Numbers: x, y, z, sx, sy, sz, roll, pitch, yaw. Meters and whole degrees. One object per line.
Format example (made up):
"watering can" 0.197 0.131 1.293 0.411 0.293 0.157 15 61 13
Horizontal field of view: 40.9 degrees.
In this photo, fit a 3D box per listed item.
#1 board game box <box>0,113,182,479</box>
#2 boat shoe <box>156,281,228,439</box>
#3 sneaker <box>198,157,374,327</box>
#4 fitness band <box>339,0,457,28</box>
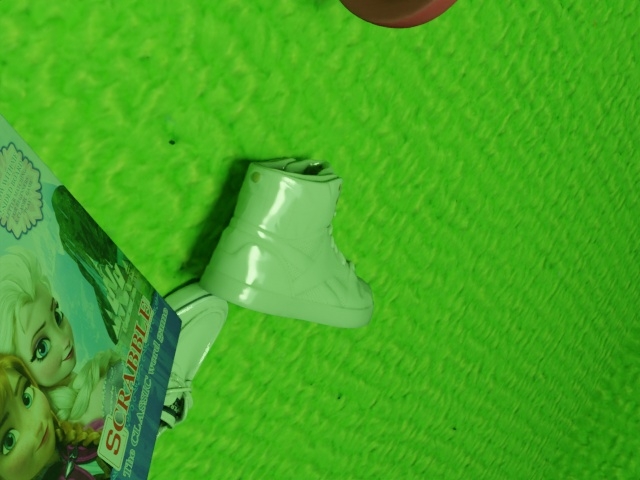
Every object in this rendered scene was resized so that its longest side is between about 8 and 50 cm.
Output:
"board game box" -0.230 0.119 0.652 0.318 0.066 0.319 60 29 -49
"boat shoe" -0.170 0.159 0.872 0.258 0.084 0.095 -53 142 -12
"sneaker" 0.000 0.000 0.952 0.292 0.108 0.169 17 94 -60
"fitness band" 0.094 -0.333 0.759 0.054 0.209 0.291 -1 113 -46
